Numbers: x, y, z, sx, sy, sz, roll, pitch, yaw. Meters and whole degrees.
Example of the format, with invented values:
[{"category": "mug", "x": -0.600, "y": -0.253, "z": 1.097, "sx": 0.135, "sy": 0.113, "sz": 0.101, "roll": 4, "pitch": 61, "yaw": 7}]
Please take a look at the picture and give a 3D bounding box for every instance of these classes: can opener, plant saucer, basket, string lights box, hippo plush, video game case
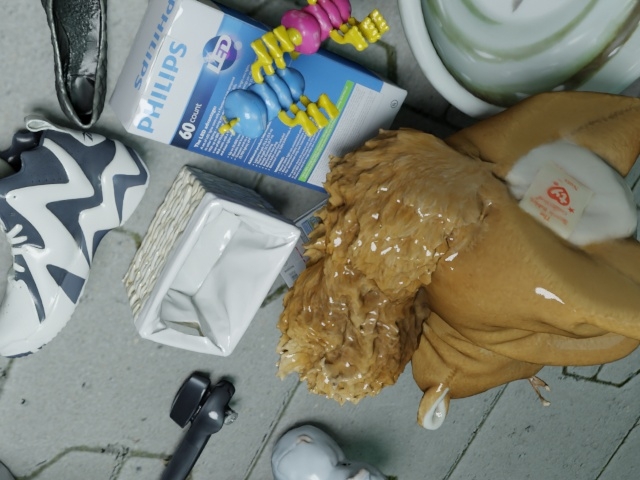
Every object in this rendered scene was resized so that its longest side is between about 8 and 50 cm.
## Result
[{"category": "can opener", "x": -0.156, "y": 0.245, "z": 1.029, "sx": 0.059, "sy": 0.073, "sz": 0.186, "roll": -28, "pitch": 146, "yaw": -62}, {"category": "plant saucer", "x": 0.235, "y": -0.316, "z": 0.851, "sx": 0.401, "sy": 0.100, "sz": 0.400, "roll": -14, "pitch": 124, "yaw": -21}, {"category": "basket", "x": -0.119, "y": 0.019, "z": 0.869, "sx": 0.113, "sy": 0.103, "sz": 0.167, "roll": 20, "pitch": 109, "yaw": -36}, {"category": "string lights box", "x": -0.056, "y": -0.140, "z": 0.820, "sx": 0.260, "sy": 0.077, "sz": 0.133, "roll": 16, "pitch": 110, "yaw": -34}, {"category": "hippo plush", "x": -0.026, "y": 0.364, "z": 1.037, "sx": 0.236, "sy": 0.294, "sz": 0.234, "roll": -54, "pitch": 150, "yaw": 1}, {"category": "video game case", "x": 0.000, "y": 0.000, "z": 0.979, "sx": 0.122, "sy": 0.011, "sz": 0.087, "roll": -34, "pitch": 128, "yaw": -5}]

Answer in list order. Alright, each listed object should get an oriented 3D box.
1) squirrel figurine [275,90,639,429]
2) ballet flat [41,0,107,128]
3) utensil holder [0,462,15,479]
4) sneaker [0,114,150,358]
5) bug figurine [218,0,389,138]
[{"category": "squirrel figurine", "x": 0.141, "y": 0.050, "z": 0.908, "sx": 0.397, "sy": 0.281, "sz": 0.370, "roll": 3, "pitch": 149, "yaw": -15}, {"category": "ballet flat", "x": -0.209, "y": -0.182, "z": 0.731, "sx": 0.058, "sy": 0.049, "sz": 0.173, "roll": -13, "pitch": 124, "yaw": -22}, {"category": "utensil holder", "x": -0.411, "y": 0.422, "z": 0.782, "sx": 0.328, "sy": 0.385, "sz": 0.327, "roll": -13, "pitch": 124, "yaw": -21}, {"category": "sneaker", "x": -0.281, "y": -0.011, "z": 0.771, "sx": 0.153, "sy": 0.094, "sz": 0.235, "roll": 30, "pitch": 102, "yaw": -36}, {"category": "bug figurine", "x": -0.063, "y": -0.219, "z": 0.700, "sx": 0.216, "sy": 0.072, "sz": 0.279, "roll": -38, "pitch": 100, "yaw": -38}]
